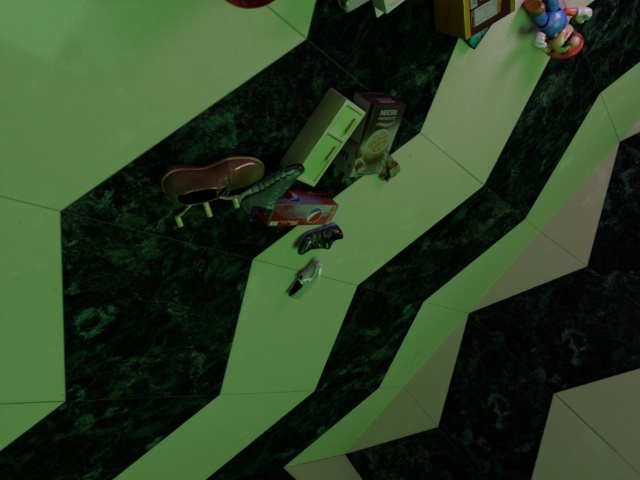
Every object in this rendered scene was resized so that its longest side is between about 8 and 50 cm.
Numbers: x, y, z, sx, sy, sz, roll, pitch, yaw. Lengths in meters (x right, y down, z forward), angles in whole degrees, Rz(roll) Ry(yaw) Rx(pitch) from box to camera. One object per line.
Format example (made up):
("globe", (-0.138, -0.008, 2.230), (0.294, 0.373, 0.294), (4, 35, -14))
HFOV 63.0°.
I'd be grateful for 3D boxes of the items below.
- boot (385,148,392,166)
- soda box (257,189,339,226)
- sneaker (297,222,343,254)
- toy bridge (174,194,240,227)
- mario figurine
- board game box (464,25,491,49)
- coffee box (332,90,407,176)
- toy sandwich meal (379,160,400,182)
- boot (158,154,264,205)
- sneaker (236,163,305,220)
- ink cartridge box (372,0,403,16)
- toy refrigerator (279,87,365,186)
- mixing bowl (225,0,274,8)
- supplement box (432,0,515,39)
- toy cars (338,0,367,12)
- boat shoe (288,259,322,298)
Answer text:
("boot", (0.203, -0.284, 1.798), (0.087, 0.042, 0.118), (-27, 141, -12))
("soda box", (-0.074, -0.105, 1.663), (0.263, 0.092, 0.083), (-2, 128, -43))
("sneaker", (0.000, 0.000, 1.858), (0.188, 0.078, 0.067), (-25, 141, -23))
("toy bridge", (-0.319, -0.097, 1.467), (0.188, 0.026, 0.063), (-20, 112, -12))
("mario figurine", (0.836, -0.742, 1.810), (0.198, 0.170, 0.320), (-21, 148, 33))
("board game box", (0.512, -0.715, 1.653), (0.126, 0.026, 0.186), (11, 119, -49))
("coffee box", (0.150, -0.332, 1.639), (0.141, 0.098, 0.247), (-13, 135, -36))
("toy sandwich meal", (0.251, -0.246, 1.886), (0.085, 0.029, 0.086), (-26, 142, -23))
("boot", (-0.268, -0.152, 1.408), (0.305, 0.115, 0.112), (-17, 134, -35))
("sneaker", (-0.131, -0.141, 1.513), (0.223, 0.083, 0.098), (-24, 106, 17))
("ink cartridge box", (0.183, -0.669, 1.350), (0.104, 0.060, 0.180), (-39, 145, -6))
("toy refrigerator", (0.007, -0.298, 1.539), (0.102, 0.094, 0.269), (18, 113, -51))
("mixing bowl", (-0.152, -0.583, 1.067), (0.181, 0.098, 0.181), (-16, 140, -14))
("supplement box", (0.430, -0.709, 1.469), (0.194, 0.129, 0.191), (-33, 135, -13))
("toy cars", (0.001, -0.667, 1.159), (0.393, 0.087, 0.176), (11, 113, -54))
("boat shoe", (-0.061, 0.148, 1.974), (0.063, 0.066, 0.184), (8, 131, -49))
